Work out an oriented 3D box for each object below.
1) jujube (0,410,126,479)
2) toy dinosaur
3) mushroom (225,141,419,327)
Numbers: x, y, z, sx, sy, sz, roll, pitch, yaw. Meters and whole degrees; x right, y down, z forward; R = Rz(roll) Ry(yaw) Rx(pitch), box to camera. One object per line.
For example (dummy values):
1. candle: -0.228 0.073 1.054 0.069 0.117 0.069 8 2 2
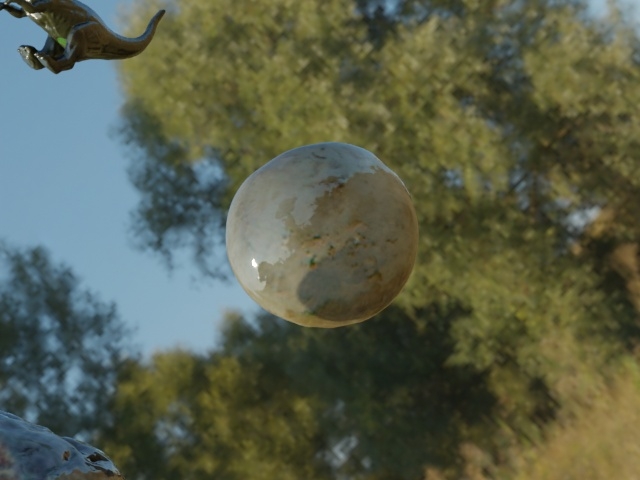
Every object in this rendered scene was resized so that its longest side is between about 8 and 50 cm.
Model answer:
1. jujube: -0.328 0.279 1.287 0.226 0.317 0.226 -27 -57 -52
2. toy dinosaur: -0.260 -0.267 1.428 0.179 0.187 0.087 -41 32 -19
3. mushroom: 0.000 0.000 1.659 0.243 0.243 0.243 -43 -10 -9
